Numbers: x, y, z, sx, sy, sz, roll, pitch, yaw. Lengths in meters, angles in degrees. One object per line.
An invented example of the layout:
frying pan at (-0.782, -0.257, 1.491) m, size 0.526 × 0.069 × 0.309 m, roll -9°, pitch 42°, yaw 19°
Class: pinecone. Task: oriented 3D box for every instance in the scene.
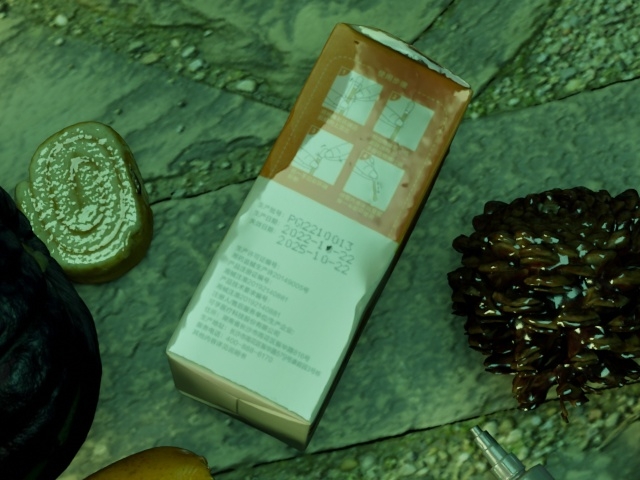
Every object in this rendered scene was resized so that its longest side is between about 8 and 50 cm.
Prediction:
pinecone at (0.219, 0.053, 1.705) m, size 0.221 × 0.221 × 0.221 m, roll 0°, pitch 76°, yaw -1°

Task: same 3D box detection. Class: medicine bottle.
medicine bottle at (0.204, 0.248, 1.720) m, size 0.058 × 0.057 × 0.199 m, roll -37°, pitch 79°, yaw -9°

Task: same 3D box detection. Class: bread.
bread at (-0.226, -0.035, 1.779) m, size 0.122 × 0.073 × 0.149 m, roll -19°, pitch 76°, yaw -4°

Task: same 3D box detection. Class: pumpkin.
pumpkin at (-0.351, 0.073, 1.605) m, size 0.266 × 0.363 × 0.363 m, roll -32°, pitch 78°, yaw 0°

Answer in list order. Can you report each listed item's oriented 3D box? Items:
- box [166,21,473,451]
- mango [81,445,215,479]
box at (0.000, 0.000, 1.696) m, size 0.143 × 0.225 × 0.341 m, roll 25°, pitch 77°, yaw 3°
mango at (-0.186, 0.289, 1.672) m, size 0.252 × 0.126 × 0.154 m, roll -40°, pitch 91°, yaw -3°
